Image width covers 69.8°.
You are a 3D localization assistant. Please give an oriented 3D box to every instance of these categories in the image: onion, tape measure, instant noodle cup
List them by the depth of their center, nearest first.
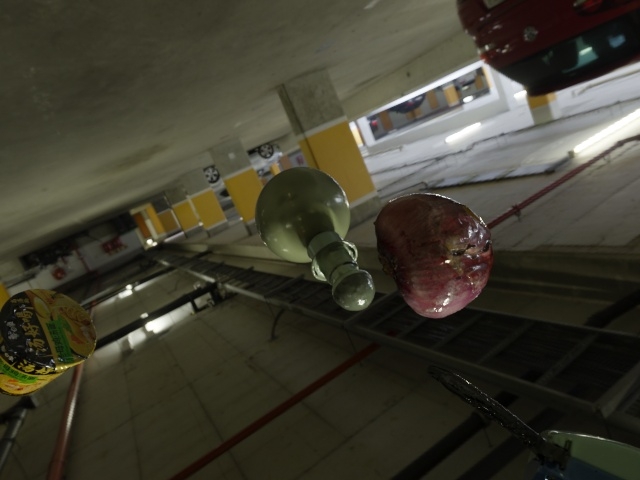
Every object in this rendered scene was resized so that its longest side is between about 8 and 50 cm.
[{"bbox_3d":[0.278,0.276,0.537,0.351,0.215,0.098,22,-120,23],"label":"tape measure"},{"bbox_3d":[-0.469,0.171,0.749,0.122,0.151,0.151,-38,-174,19],"label":"instant noodle cup"},{"bbox_3d":[0.234,0.001,0.818,0.283,0.227,0.120,-20,172,-43],"label":"onion"}]

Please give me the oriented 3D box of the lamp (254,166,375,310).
[{"bbox_3d":[0.000,0.000,0.406,0.091,0.091,0.163,-26,-137,-9],"label":"lamp"}]
